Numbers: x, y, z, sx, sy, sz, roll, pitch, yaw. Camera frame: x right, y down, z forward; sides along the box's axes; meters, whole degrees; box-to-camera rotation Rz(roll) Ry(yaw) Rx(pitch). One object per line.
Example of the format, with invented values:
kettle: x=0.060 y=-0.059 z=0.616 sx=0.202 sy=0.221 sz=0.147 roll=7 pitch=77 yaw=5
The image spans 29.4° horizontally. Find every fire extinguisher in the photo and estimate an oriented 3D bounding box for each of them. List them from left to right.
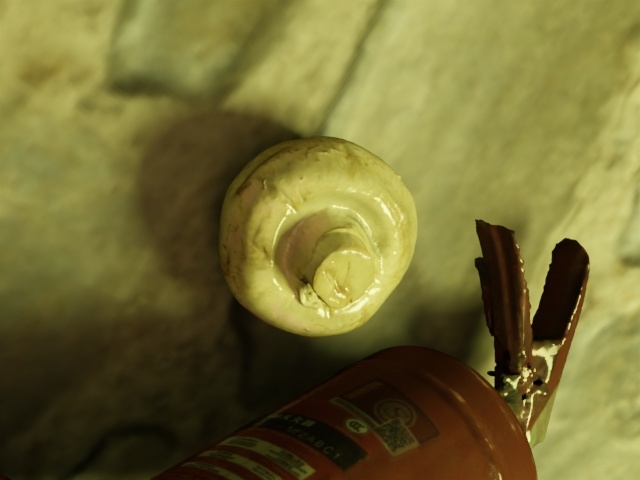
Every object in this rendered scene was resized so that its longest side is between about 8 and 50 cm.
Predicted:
fire extinguisher: x=0.000 y=0.094 z=0.454 sx=0.337 sy=0.106 sz=0.147 roll=-26 pitch=127 yaw=-41

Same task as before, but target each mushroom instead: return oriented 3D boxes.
mushroom: x=0.000 y=0.000 z=0.492 sx=0.084 sy=0.067 sz=0.083 roll=-10 pitch=119 yaw=-19

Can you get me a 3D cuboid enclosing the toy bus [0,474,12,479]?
toy bus: x=-0.039 y=0.267 z=0.550 sx=0.093 sy=0.092 sz=0.409 roll=-40 pitch=114 yaw=1
